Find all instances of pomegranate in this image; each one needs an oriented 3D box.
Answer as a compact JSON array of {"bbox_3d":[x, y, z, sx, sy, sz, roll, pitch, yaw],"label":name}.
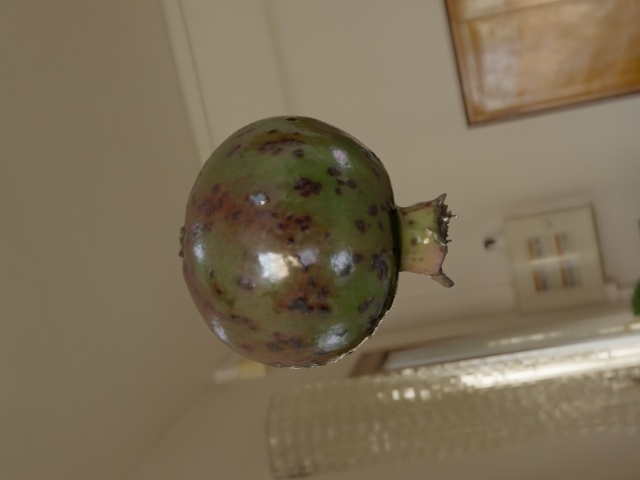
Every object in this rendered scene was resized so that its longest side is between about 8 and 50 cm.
[{"bbox_3d":[-0.007,0.000,0.615,0.130,0.130,0.130,-10,-90,-76],"label":"pomegranate"}]
